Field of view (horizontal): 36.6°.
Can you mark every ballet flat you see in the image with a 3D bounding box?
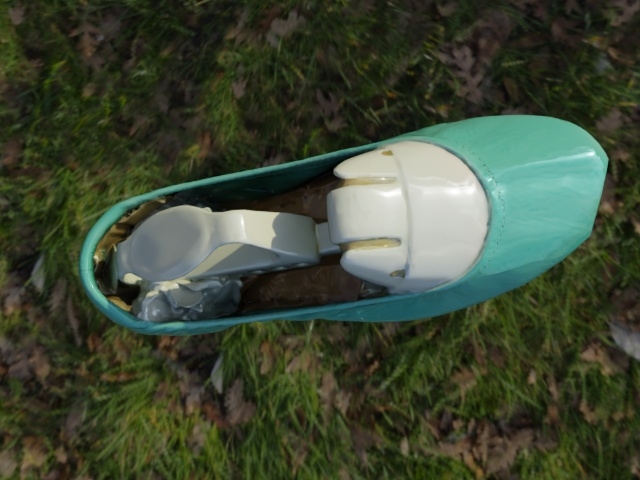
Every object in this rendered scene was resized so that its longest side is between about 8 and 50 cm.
[{"bbox_3d":[0.000,0.000,0.423,0.247,0.087,0.083,-12,85,21],"label":"ballet flat"}]
